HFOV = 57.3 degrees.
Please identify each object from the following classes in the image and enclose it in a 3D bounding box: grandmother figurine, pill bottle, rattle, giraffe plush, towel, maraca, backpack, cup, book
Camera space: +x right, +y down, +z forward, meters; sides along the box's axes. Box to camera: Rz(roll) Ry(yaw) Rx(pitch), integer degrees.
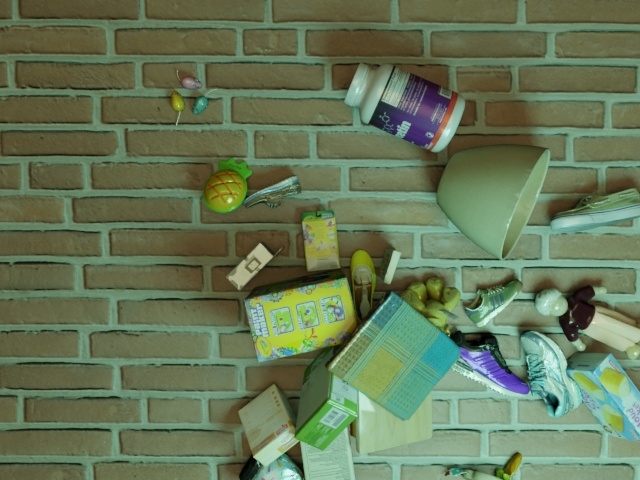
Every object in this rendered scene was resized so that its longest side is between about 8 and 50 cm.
[{"bbox_3d":[0.810,0.230,1.773,0.343,0.104,0.207,21,81,-4],"label":"grandmother figurine"},{"bbox_3d":[0.239,-0.393,1.698,0.323,0.181,0.181,23,92,-1],"label":"pill bottle"},{"bbox_3d":[0.500,0.692,1.801,0.200,0.130,0.142,15,80,25],"label":"rattle"},{"bbox_3d":[0.336,0.238,1.747,0.182,0.210,0.170,-15,127,-14],"label":"giraffe plush"},{"bbox_3d":[0.208,0.319,1.590,0.271,0.040,0.370,-50,125,0],"label":"towel"},{"bbox_3d":[-0.277,-0.166,1.745,0.127,0.099,0.185,19,67,2],"label":"maraca"},{"bbox_3d":[-0.138,0.711,1.768,0.182,0.115,0.151,33,89,-5],"label":"backpack"},{"bbox_3d":[0.474,-0.140,1.669,0.237,0.331,0.331,25,92,24],"label":"cup"},{"bbox_3d":[0.204,0.074,1.733,0.035,0.144,0.096,18,91,-1],"label":"book"}]

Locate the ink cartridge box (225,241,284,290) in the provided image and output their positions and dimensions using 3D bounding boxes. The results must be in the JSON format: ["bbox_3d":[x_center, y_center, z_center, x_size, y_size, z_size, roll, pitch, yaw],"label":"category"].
[{"bbox_3d":[-0.193,0.063,1.747,0.060,0.104,0.180,45,90,-1],"label":"ink cartridge box"}]

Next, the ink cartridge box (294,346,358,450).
[{"bbox_3d":[0.023,0.430,1.671,0.097,0.255,0.188,29,122,-12],"label":"ink cartridge box"}]

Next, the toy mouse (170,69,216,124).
[{"bbox_3d":[-0.383,-0.440,1.761,0.143,0.031,0.160,-11,92,0],"label":"toy mouse"}]

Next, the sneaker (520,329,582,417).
[{"bbox_3d":[0.675,0.402,1.752,0.122,0.110,0.283,-32,92,-24],"label":"sneaker"}]

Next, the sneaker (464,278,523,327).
[{"bbox_3d":[0.520,0.172,1.780,0.086,0.064,0.192,44,94,-7],"label":"sneaker"}]

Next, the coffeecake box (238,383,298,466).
[{"bbox_3d":[-0.148,0.540,1.723,0.142,0.185,0.068,-38,125,0],"label":"coffeecake box"}]

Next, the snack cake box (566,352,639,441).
[{"bbox_3d":[0.862,0.463,1.746,0.089,0.152,0.264,-38,92,-20],"label":"snack cake box"}]

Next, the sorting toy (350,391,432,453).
[{"bbox_3d":[0.201,0.470,1.738,0.256,0.089,0.256,-2,91,-28],"label":"sorting toy"}]

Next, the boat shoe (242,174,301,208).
[{"bbox_3d":[-0.143,-0.131,1.759,0.183,0.066,0.066,-25,94,0],"label":"boat shoe"}]

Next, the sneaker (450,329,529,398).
[{"bbox_3d":[0.516,0.364,1.770,0.294,0.102,0.146,26,91,-2],"label":"sneaker"}]

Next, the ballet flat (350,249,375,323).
[{"bbox_3d":[0.131,0.145,1.768,0.077,0.077,0.230,-1,92,0],"label":"ballet flat"}]

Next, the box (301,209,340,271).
[{"bbox_3d":[0.000,0.000,1.779,0.105,0.043,0.179,-5,95,0],"label":"box"}]

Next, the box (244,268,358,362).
[{"bbox_3d":[-0.050,0.203,1.662,0.279,0.290,0.176,-13,92,-1],"label":"box"}]

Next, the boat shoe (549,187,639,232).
[{"bbox_3d":[0.829,-0.090,1.769,0.303,0.109,0.094,-10,77,-9],"label":"boat shoe"}]

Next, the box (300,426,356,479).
[{"bbox_3d":[0.022,0.648,1.761,0.149,0.127,0.232,-8,93,-1],"label":"box"}]
